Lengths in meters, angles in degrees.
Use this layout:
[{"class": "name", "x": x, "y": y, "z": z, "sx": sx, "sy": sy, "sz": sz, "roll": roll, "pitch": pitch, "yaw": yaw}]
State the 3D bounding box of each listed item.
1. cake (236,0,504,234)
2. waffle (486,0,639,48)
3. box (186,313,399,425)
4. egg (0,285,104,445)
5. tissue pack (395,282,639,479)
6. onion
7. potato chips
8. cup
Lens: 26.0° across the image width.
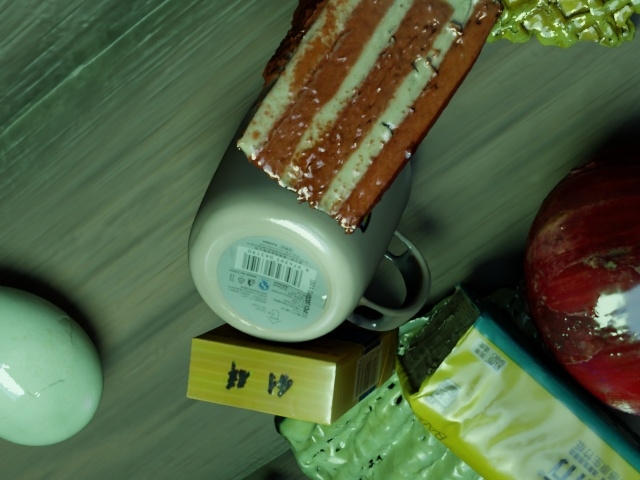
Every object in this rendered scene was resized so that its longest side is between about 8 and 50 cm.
[{"class": "cake", "x": 0.025, "y": -0.153, "z": 1.305, "sx": 0.158, "sy": 0.159, "sz": 0.262, "roll": 35, "pitch": 85, "yaw": -13}, {"class": "waffle", "x": 0.222, "y": -0.306, "z": 1.315, "sx": 0.291, "sy": 0.051, "sz": 0.291, "roll": 1, "pitch": 119, "yaw": 1}, {"class": "box", "x": -0.021, "y": 0.120, "z": 1.423, "sx": 0.152, "sy": 0.237, "sz": 0.070, "roll": 8, "pitch": 97, "yaw": 16}, {"class": "egg", "x": -0.328, "y": 0.132, "z": 1.497, "sx": 0.151, "sy": 0.151, "sz": 0.209, "roll": -36, "pitch": 119, "yaw": 18}, {"class": "tissue pack", "x": 0.210, "y": 0.187, "z": 1.420, "sx": 0.271, "sy": 0.192, "sz": 0.134, "roll": 41, "pitch": 96, "yaw": -6}, {"class": "onion", "x": 0.323, "y": 0.042, "z": 1.386, "sx": 0.276, "sy": 0.276, "sz": 0.276, "roll": 0, "pitch": 119, "yaw": 0}, {"class": "potato chips", "x": 0.163, "y": 0.251, "z": 1.588, "sx": 0.389, "sy": 0.097, "sz": 0.373, "roll": -30, "pitch": 97, "yaw": 19}, {"class": "cup", "x": 0.000, "y": 0.000, "z": 1.368, "sx": 0.253, "sy": 0.200, "sz": 0.191, "roll": 40, "pitch": 128, "yaw": -13}]
